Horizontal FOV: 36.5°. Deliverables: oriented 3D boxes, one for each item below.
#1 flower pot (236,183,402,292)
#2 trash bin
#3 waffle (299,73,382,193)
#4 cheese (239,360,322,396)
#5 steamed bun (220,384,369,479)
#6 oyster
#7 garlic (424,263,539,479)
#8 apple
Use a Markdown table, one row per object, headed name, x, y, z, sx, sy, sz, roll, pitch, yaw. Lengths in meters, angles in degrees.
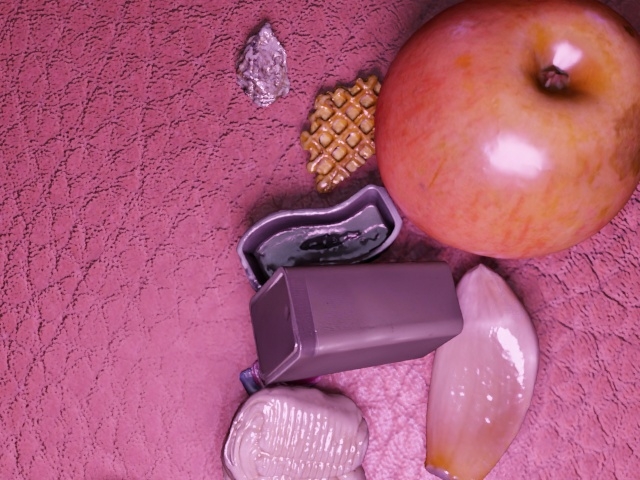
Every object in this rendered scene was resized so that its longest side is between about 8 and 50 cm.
| name | x | y | z | sx | sy | sz | roll | pitch | yaw |
| --- | --- | --- | --- | --- | --- | --- | --- | --- | --- |
| flower pot | 0.000 | 0.000 | 1.372 | 0.229 | 0.108 | 0.103 | -18 | 84 | 0 |
| trash bin | 0.047 | 0.103 | 1.288 | 0.240 | 0.164 | 0.122 | -4 | 70 | -22 |
| waffle | 0.064 | -0.159 | 1.414 | 0.191 | 0.046 | 0.161 | -9 | 82 | 0 |
| cheese | -0.048 | 0.177 | 1.393 | 0.145 | 0.038 | 0.095 | -32 | 83 | 6 |
| steamed bun | -0.046 | 0.293 | 1.334 | 0.217 | 0.144 | 0.211 | 12 | 96 | -25 |
| oyster | -0.082 | -0.256 | 1.434 | 0.098 | 0.037 | 0.100 | -42 | 84 | -1 |
| garlic | 0.225 | 0.194 | 1.341 | 0.143 | 0.112 | 0.318 | 13 | 92 | 18 |
| apple | 0.254 | -0.152 | 1.255 | 0.363 | 0.364 | 0.364 | 0 | 85 | 3 |
